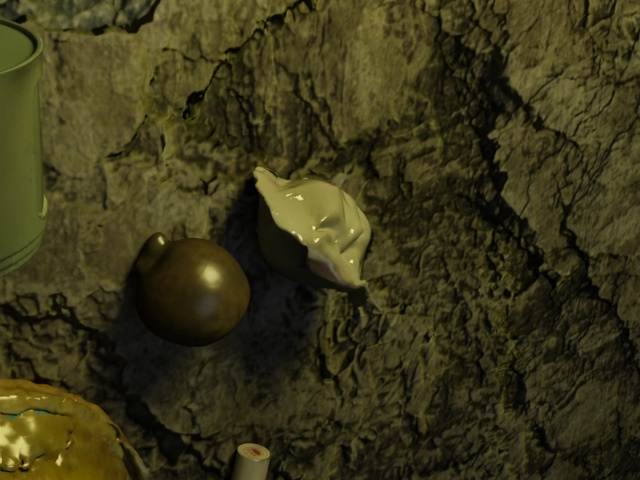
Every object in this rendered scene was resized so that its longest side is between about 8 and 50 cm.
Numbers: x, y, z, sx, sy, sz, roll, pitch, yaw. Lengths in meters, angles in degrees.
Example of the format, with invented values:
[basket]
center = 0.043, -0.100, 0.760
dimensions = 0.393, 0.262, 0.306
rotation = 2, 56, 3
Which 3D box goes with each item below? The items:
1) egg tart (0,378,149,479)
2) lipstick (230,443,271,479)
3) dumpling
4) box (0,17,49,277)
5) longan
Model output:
[egg tart]
center = -0.306, 0.318, 1.100
dimensions = 0.388, 0.169, 0.388
rotation = -20, 123, -34
[lipstick]
center = -0.086, 0.290, 1.326
dimensions = 0.038, 0.038, 0.131
rotation = 0, 111, -37
[dumpling]
center = 0.000, 0.000, 1.188
dimensions = 0.108, 0.127, 0.188
rotation = -41, 124, -4
[box]
center = -0.311, -0.069, 0.857
dimensions = 0.226, 0.226, 0.149
rotation = -13, 119, -32
[longan]
center = -0.128, 0.046, 1.143
dimensions = 0.119, 0.106, 0.106
rotation = 45, 80, -2
